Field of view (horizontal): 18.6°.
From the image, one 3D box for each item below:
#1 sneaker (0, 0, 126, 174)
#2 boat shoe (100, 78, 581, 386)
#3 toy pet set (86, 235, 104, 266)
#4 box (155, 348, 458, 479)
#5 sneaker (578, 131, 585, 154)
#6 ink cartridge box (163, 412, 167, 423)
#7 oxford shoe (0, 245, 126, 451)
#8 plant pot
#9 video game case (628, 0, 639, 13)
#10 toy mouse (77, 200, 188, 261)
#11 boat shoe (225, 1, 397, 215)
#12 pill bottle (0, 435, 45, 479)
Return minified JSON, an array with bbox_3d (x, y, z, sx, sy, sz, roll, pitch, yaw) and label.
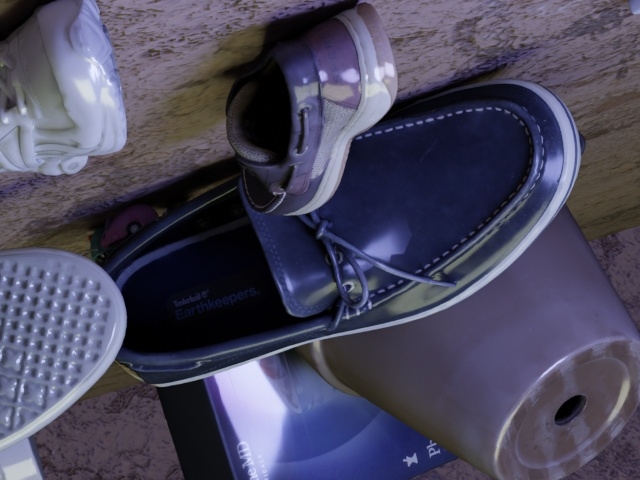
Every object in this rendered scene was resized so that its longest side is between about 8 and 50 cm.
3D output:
[{"bbox_3d":[-0.186,-0.078,1.163,0.115,0.090,0.232,-12,170,-20],"label":"sneaker"},{"bbox_3d":[0.000,0.000,1.765,0.500,0.186,0.156,-23,168,17],"label":"boat shoe"},{"bbox_3d":[-0.235,0.041,2.005,0.122,0.065,0.114,-21,172,28],"label":"toy pet set"},{"bbox_3d":[-0.019,0.141,2.159,0.294,0.296,0.183,-20,-171,-22],"label":"box"},{"bbox_3d":[0.225,-0.091,2.208,0.170,0.051,0.089,-16,174,20],"label":"sneaker"},{"bbox_3d":[-0.059,0.101,2.449,0.309,0.271,0.130,-19,142,1],"label":"ink cartridge box"},{"bbox_3d":[-0.357,0.140,1.645,0.449,0.169,0.130,-31,172,11],"label":"oxford shoe"},{"bbox_3d":[0.165,0.080,1.913,0.323,0.280,0.323,-24,138,-23],"label":"plant pot"},{"bbox_3d":[0.356,-0.228,1.611,0.143,0.019,0.157,-12,171,-38],"label":"video game case"},{"bbox_3d":[-0.185,-0.010,1.880,0.143,0.031,0.161,-17,172,-9],"label":"toy mouse"},{"bbox_3d":[-0.026,-0.089,1.438,0.092,0.102,0.285,-10,167,-19],"label":"boat shoe"},{"bbox_3d":[-0.556,0.282,2.387,0.408,0.229,0.229,-17,173,-6],"label":"pill bottle"}]
